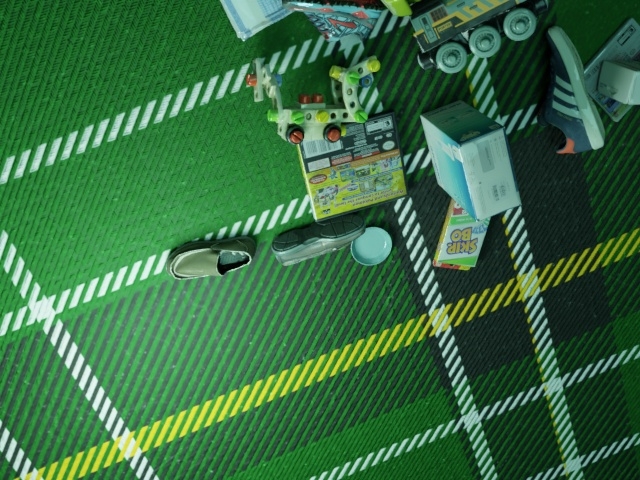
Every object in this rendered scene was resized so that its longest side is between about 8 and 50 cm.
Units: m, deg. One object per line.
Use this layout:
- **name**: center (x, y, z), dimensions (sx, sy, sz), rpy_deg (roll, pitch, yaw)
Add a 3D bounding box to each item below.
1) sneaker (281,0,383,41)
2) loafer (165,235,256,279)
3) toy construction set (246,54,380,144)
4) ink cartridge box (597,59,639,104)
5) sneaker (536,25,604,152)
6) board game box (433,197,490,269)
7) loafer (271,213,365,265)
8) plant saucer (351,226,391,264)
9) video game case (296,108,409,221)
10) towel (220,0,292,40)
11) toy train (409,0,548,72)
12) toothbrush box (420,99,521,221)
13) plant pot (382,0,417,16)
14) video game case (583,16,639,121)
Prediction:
- **sneaker**: center (0.024, -0.529, 1.673), dimensions (0.262, 0.104, 0.125), rpy_deg (1, 132, -27)
- **loafer**: center (-0.295, 0.050, 1.895), dimensions (0.251, 0.087, 0.094), rpy_deg (-16, 116, -4)
- **toy construction set**: center (-0.019, -0.354, 1.732), dimensions (0.328, 0.151, 0.215), rpy_deg (0, 112, -11)
- **ink cartridge box**: center (0.873, -0.420, 1.851), dimensions (0.218, 0.158, 0.092), rpy_deg (-5, 115, -10)
- **sneaker**: center (0.636, -0.389, 1.873), dimensions (0.148, 0.131, 0.350), rpy_deg (-16, 105, 31)
- **board game box**: center (0.418, -0.030, 2.034), dimensions (0.124, 0.039, 0.259), rpy_deg (7, 115, -13)
- **loafer**: center (0.000, 0.000, 1.943), dimensions (0.268, 0.096, 0.084), rpy_deg (-16, 136, 3)
- **plant saucer**: center (0.143, 0.013, 2.003), dimensions (0.119, 0.021, 0.119), rpy_deg (-4, 115, -9)
- **video game case**: center (0.088, -0.200, 1.890), dimensions (0.275, 0.035, 0.248), rpy_deg (-16, 116, -5)
- **towel**: center (-0.116, -0.632, 1.657), dimensions (0.285, 0.034, 0.209), rpy_deg (-29, 114, 0)
- **toy train**: center (0.374, -0.545, 1.706), dimensions (0.334, 0.142, 0.190), rpy_deg (-23, 113, 21)
- **toothbrush box**: center (0.379, -0.211, 1.798), dimensions (0.126, 0.295, 0.216), rpy_deg (-21, 115, -3)
- **plant pot**: center (0.184, -0.647, 1.575), dimensions (0.207, 0.227, 0.228), rpy_deg (-41, 87, 15)
- **video game case**: center (0.829, -0.465, 1.925), dimensions (0.193, 0.023, 0.212), rpy_deg (36, 102, -23)
